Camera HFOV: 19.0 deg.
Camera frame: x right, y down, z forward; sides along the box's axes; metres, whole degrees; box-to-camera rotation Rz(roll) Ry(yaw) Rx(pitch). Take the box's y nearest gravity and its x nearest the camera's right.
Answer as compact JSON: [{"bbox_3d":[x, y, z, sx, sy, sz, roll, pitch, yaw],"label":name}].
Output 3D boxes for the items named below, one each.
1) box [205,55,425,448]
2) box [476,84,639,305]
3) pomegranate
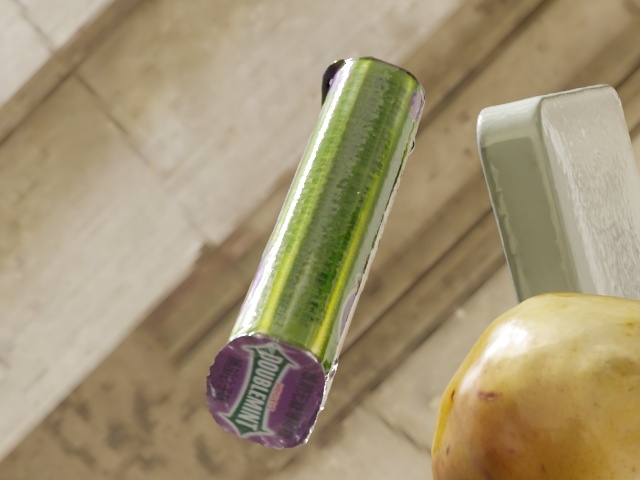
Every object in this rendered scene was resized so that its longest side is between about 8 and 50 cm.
[{"bbox_3d":[0.000,0.000,1.584,0.097,0.134,0.345,18,48,3],"label":"box"},{"bbox_3d":[0.273,0.028,1.959,0.373,0.090,0.367,-16,93,-68],"label":"box"},{"bbox_3d":[0.181,0.141,1.300,0.233,0.233,0.233,45,6,-6],"label":"pomegranate"}]
